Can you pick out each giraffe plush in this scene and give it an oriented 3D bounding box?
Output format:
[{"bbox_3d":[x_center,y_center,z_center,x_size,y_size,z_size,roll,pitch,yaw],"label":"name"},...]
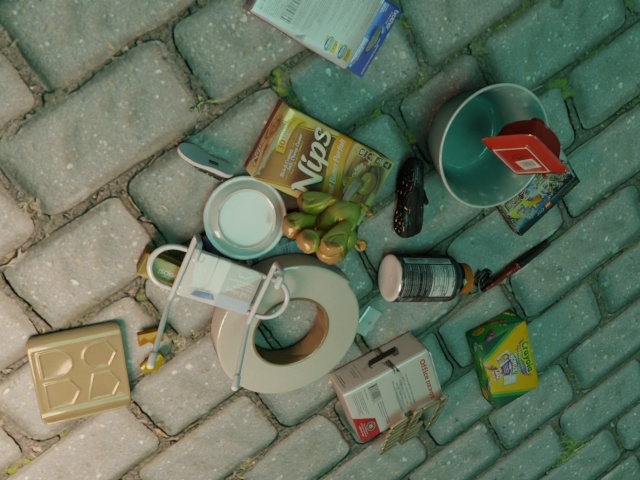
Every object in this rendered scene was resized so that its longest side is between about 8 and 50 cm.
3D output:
[{"bbox_3d":[0.027,-0.019,1.638,0.210,0.181,0.170,-39,152,-21],"label":"giraffe plush"}]

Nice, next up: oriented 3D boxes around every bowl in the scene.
[{"bbox_3d":[0.395,-0.252,1.755,0.312,0.163,0.311,-9,115,-20],"label":"bowl"}]

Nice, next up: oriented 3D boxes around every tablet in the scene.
[{"bbox_3d":[0.130,0.225,1.945,0.054,0.006,0.083,32,98,-31],"label":"tablet"}]

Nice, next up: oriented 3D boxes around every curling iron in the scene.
[{"bbox_3d":[0.562,0.072,2.044,0.274,0.035,0.068,-26,120,-10],"label":"curling iron"}]

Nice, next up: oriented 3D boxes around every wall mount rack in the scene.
[{"bbox_3d":[-0.239,0.159,1.585,0.350,0.130,0.304,20,102,-20],"label":"wall mount rack"}]

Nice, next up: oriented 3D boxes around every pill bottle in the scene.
[{"bbox_3d":[0.290,0.102,1.886,0.246,0.130,0.130,2,111,-24],"label":"pill bottle"}]

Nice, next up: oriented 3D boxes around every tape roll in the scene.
[{"bbox_3d":[-0.085,0.218,1.797,0.392,0.072,0.392,-10,120,-18],"label":"tape roll"}]

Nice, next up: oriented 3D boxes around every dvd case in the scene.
[{"bbox_3d":[-0.155,0.032,1.729,0.253,0.022,0.180,-16,117,-16],"label":"dvd case"}]

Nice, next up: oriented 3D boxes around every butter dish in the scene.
[{"bbox_3d":[0.492,-0.234,1.641,0.160,0.160,0.118,37,72,-31],"label":"butter dish"}]

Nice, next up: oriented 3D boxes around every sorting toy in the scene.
[{"bbox_3d":[-0.529,0.306,1.685,0.307,0.041,0.229,-10,111,-19],"label":"sorting toy"}]

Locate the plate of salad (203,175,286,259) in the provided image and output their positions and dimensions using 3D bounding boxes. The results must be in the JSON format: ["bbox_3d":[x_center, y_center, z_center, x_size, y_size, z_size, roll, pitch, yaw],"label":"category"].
[{"bbox_3d":[-0.179,-0.054,1.652,0.200,0.048,0.199,-3,101,-18],"label":"plate of salad"}]

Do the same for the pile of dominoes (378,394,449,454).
[{"bbox_3d":[0.261,0.531,2.045,0.196,0.040,0.251,-21,148,-20],"label":"pile of dominoes"}]

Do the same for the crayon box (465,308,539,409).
[{"bbox_3d":[0.561,0.367,2.147,0.165,0.081,0.278,-27,120,-10],"label":"crayon box"}]

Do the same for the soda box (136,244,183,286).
[{"bbox_3d":[-0.336,0.078,1.635,0.181,0.061,0.058,25,101,-22],"label":"soda box"}]

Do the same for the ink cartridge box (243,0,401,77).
[{"bbox_3d":[0.009,-0.511,1.535,0.311,0.065,0.185,25,101,-28],"label":"ink cartridge box"}]

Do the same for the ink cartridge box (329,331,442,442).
[{"bbox_3d":[0.190,0.414,1.990,0.273,0.114,0.197,-26,120,-10],"label":"ink cartridge box"}]

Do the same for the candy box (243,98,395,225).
[{"bbox_3d":[0.000,-0.180,1.662,0.316,0.087,0.183,23,103,-30],"label":"candy box"}]

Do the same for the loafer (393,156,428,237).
[{"bbox_3d":[0.240,-0.112,1.807,0.078,0.076,0.223,-10,121,-25],"label":"loafer"}]

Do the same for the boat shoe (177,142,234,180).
[{"bbox_3d":[-0.264,-0.172,1.579,0.142,0.049,0.040,26,140,-27],"label":"boat shoe"}]

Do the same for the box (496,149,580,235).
[{"bbox_3d":[0.600,-0.146,1.958,0.233,0.044,0.159,-43,121,-1],"label":"box"}]
